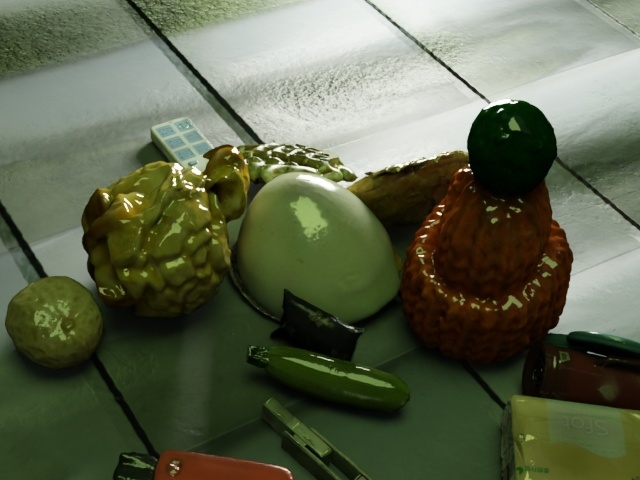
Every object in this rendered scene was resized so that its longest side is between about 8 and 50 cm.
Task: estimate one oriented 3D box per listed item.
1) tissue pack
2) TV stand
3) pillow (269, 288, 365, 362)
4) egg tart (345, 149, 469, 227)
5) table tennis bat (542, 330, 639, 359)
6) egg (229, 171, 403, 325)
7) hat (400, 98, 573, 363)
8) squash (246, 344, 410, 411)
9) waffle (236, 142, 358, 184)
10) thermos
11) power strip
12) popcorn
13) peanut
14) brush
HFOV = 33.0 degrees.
[{"bbox_3d":[0.369,0.313,1.521,0.222,0.090,0.186,7,44,1],"label":"tissue pack"},{"bbox_3d":[0.005,0.309,1.516,0.042,0.036,0.249,-32,55,-33],"label":"TV stand"},{"bbox_3d":[-0.005,0.143,1.660,0.150,0.090,0.048,26,46,23],"label":"pillow"},{"bbox_3d":[0.157,-0.086,1.886,0.252,0.231,0.098,-3,72,-58],"label":"egg tart"},{"bbox_3d":[0.415,0.160,1.653,0.124,0.201,0.033,22,76,-29],"label":"table tennis bat"},{"bbox_3d":[-0.004,0.002,1.754,0.286,0.174,0.264,38,54,25],"label":"egg"},{"bbox_3d":[0.281,-0.005,1.631,0.285,0.400,0.285,4,55,-6],"label":"hat"},{"bbox_3d":[0.011,0.204,1.610,0.252,0.066,0.066,15,43,8],"label":"squash"},{"bbox_3d":[-0.059,-0.140,1.939,0.204,0.054,0.223,-5,18,-19],"label":"waffle"},{"bbox_3d":[0.428,0.216,1.618,0.232,0.124,0.099,12,40,-6],"label":"thermos"},{"bbox_3d":[-0.244,-0.163,2.004,0.081,0.035,0.192,-20,48,-27],"label":"power strip"},{"bbox_3d":[-0.239,-0.018,1.708,0.265,0.225,0.332,10,50,49],"label":"popcorn"},{"bbox_3d":[-0.395,0.121,1.613,0.140,0.109,0.159,-33,52,-25],"label":"peanut"},{"bbox_3d":[-0.121,0.336,1.464,0.323,0.051,0.070,7,35,5],"label":"brush"}]
